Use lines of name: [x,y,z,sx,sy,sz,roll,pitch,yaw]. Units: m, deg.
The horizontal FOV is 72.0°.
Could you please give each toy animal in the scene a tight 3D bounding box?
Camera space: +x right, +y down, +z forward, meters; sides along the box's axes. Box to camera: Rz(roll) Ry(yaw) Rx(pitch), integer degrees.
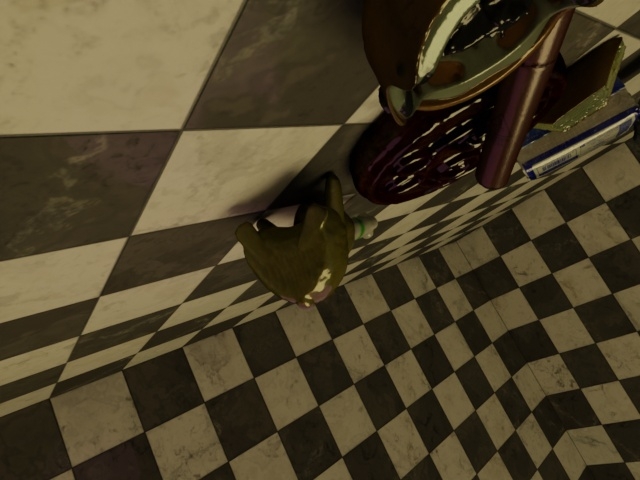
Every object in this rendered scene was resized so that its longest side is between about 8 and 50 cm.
toy animal: [-0.010,-0.014,0.837,0.181,0.180,0.363,-24,-169,19]

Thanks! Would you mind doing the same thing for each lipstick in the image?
lipstick: [0.261,-0.199,0.571,0.057,0.057,0.356,-24,147,-11]

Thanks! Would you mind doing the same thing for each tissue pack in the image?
tissue pack: [0.616,-0.273,1.100,0.270,0.137,0.209,-30,169,27]

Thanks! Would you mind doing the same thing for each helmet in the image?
helmet: [0.120,-0.203,0.371,0.198,0.130,0.224,-27,178,19]

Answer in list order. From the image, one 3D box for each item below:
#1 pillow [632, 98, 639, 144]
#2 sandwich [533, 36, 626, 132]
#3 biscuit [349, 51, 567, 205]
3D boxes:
pillow: [0.835,-0.377,1.018,0.162,0.092,0.335,-13,134,-33]
sandwich: [0.502,-0.291,0.891,0.258,0.096,0.094,-37,159,30]
biscuit: [0.243,-0.184,0.791,0.408,0.091,0.407,-25,168,-6]
